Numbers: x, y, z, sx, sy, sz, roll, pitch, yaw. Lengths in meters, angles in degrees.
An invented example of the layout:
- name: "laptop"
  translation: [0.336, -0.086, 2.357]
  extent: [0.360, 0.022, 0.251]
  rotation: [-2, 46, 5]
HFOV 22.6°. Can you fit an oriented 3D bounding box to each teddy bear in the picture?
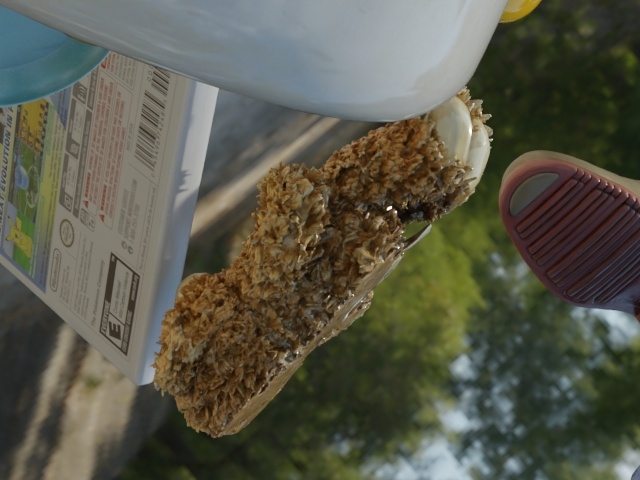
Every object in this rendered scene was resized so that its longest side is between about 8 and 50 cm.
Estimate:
- name: "teddy bear"
  translation: [0.000, 0.000, 1.237]
  extent: [0.338, 0.113, 0.245]
  rotation: [-49, 168, 21]

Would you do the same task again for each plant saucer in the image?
- name: "plant saucer"
  translation: [-0.172, -0.118, 0.903]
  extent: [0.119, 0.021, 0.119]
  rotation: [-19, 155, -9]

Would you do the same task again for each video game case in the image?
- name: "video game case"
  translation: [-0.210, -0.089, 1.326]
  extent: [0.036, 0.300, 0.329]
  rotation: [-22, 137, -41]

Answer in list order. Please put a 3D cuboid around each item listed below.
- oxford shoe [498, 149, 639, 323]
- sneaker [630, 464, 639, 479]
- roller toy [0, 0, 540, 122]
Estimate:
- name: "oxford shoe"
  translation: [0.278, -0.009, 1.540]
  extent: [0.123, 0.348, 0.130]
  rotation: [-39, -137, 22]
- name: "sneaker"
  translation: [0.387, 0.268, 1.489]
  extent: [0.081, 0.232, 0.090]
  rotation: [-13, 136, -35]
- name: "roller toy"
  translation: [-0.032, -0.116, 0.392]
  extent: [0.146, 0.191, 0.209]
  rotation: [-66, 169, 14]
